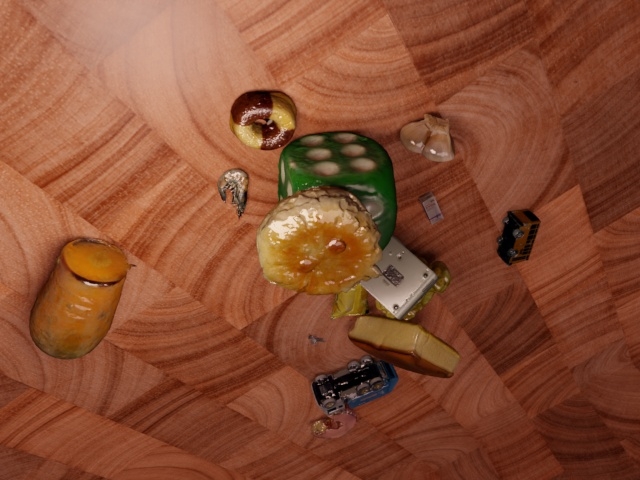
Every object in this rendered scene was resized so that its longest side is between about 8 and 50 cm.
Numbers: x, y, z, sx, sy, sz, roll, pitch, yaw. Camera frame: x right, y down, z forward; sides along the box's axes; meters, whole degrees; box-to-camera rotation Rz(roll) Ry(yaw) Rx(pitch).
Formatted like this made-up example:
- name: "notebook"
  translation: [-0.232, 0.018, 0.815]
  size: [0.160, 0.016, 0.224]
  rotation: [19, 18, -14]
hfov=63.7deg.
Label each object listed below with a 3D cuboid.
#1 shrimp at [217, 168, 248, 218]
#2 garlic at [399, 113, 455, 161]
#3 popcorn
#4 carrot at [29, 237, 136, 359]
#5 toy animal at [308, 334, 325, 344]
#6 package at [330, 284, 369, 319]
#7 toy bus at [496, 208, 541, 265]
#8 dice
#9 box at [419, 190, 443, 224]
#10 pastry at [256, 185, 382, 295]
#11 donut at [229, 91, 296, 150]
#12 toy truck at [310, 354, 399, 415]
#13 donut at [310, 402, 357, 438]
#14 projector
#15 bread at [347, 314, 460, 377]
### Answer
- name: "shrimp"
  translation: [-0.257, -0.139, 1.522]
  size: [0.091, 0.034, 0.160]
  rotation: [0, 123, -5]
- name: "garlic"
  translation: [0.323, -0.299, 1.539]
  size: [0.175, 0.123, 0.099]
  rotation: [16, 158, 6]
- name: "popcorn"
  translation: [0.315, 0.157, 1.881]
  size: [0.286, 0.173, 0.225]
  rotation: [-41, 125, 19]
- name: "carrot"
  translation: [-0.703, 0.180, 1.500]
  size: [0.224, 0.224, 0.340]
  rotation: [17, 122, -31]
- name: "toy animal"
  translation: [-0.024, 0.406, 2.064]
  size: [0.084, 0.028, 0.050]
  rotation: [29, 106, -35]
- name: "package"
  translation: [0.118, 0.197, 1.897]
  size: [0.169, 0.090, 0.226]
  rotation: [-7, 128, -19]
- name: "toy bus"
  translation: [0.745, -0.012, 1.942]
  size: [0.114, 0.098, 0.200]
  rotation: [-10, 130, -11]
- name: "dice"
  translation: [0.038, -0.121, 1.462]
  size: [0.288, 0.297, 0.299]
  rotation: [-4, 130, -12]
- name: "box"
  translation: [0.381, -0.111, 1.767]
  size: [0.051, 0.036, 0.117]
  rotation: [-28, 131, 5]
- name: "pastry"
  translation: [0.000, 0.000, 1.272]
  size: [0.330, 0.136, 0.329]
  rotation: [-4, 129, -5]
- name: "donut"
  translation: [-0.149, -0.315, 1.382]
  size: [0.184, 0.073, 0.166]
  rotation: [8, 128, -24]
- name: "toy truck"
  translation: [0.153, 0.629, 2.240]
  size: [0.368, 0.146, 0.175]
  rotation: [-20, 137, -3]
- name: "donut"
  translation: [0.071, 0.847, 2.434]
  size: [0.199, 0.085, 0.232]
  rotation: [17, 121, -30]
- name: "projector"
  translation: [0.242, 0.111, 1.738]
  size: [0.198, 0.250, 0.108]
  rotation: [-48, 160, 5]
- name: "bread"
  translation: [0.329, 0.418, 2.022]
  size: [0.333, 0.324, 0.143]
  rotation: [35, 69, -37]
